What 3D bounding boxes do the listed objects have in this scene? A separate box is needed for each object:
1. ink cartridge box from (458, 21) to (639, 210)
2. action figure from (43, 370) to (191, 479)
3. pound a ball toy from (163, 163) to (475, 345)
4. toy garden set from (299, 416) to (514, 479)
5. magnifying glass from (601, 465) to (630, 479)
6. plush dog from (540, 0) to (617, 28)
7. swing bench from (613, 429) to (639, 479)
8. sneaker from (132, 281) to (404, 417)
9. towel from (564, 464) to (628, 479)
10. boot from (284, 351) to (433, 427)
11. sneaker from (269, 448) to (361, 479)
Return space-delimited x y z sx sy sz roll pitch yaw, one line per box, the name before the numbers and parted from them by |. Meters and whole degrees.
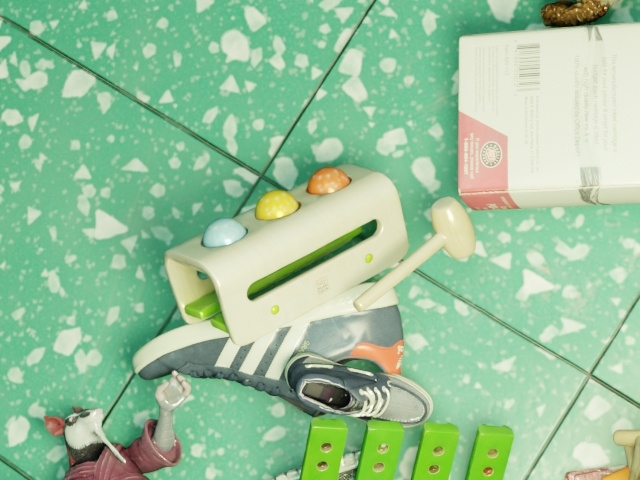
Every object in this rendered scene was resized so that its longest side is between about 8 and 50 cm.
ink cartridge box | 0.317 -0.148 1.752 0.283 0.117 0.207 -2 78 17
action figure | -0.224 0.344 1.774 0.248 0.275 0.370 -28 54 -16
pound a ball toy | 0.000 0.000 1.701 0.319 0.208 0.135 -28 115 -28
toy garden set | 0.090 0.298 1.715 0.244 0.049 0.203 4 117 -12
magnifying glass | 0.441 0.245 1.681 0.231 0.026 0.092 -24 50 -4
plush dog | 0.318 -0.396 1.793 0.225 0.210 0.262 37 87 -8
swing bench | 0.455 0.331 1.522 0.255 0.165 0.253 -10 104 20
sneaker | -0.063 0.158 1.780 0.350 0.131 0.148 -14 85 13
towel | 0.464 0.371 1.678 0.329 0.037 0.237 -9 78 9
boot | 0.050 0.190 1.687 0.190 0.086 0.069 16 101 -13
sneaker | 0.004 0.311 1.769 0.167 0.065 0.076 -17 80 9
